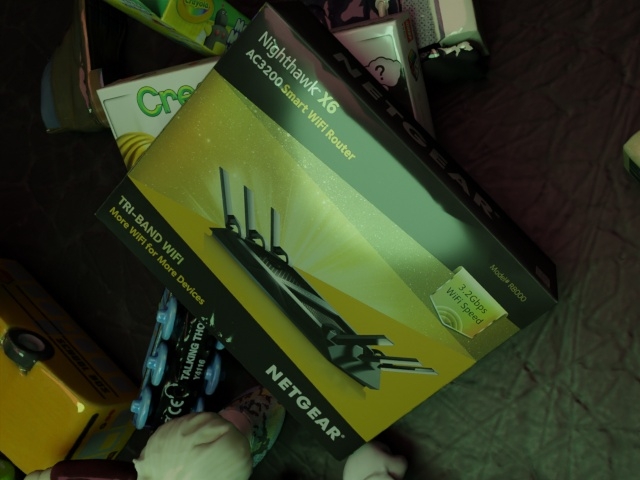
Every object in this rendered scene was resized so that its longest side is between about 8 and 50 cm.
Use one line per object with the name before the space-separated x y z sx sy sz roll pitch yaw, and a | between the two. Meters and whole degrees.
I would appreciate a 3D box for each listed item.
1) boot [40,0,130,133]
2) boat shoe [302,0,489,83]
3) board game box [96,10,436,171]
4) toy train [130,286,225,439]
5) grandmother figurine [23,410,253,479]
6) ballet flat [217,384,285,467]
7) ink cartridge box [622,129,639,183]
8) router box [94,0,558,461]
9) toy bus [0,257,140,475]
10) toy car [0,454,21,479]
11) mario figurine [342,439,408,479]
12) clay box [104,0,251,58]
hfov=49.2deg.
boot | -0.290 -0.230 0.822 0.106 0.082 0.219 -12 81 20
boat shoe | 0.048 -0.302 0.649 0.158 0.127 0.340 -11 84 20
board game box | -0.046 -0.084 0.662 0.305 0.053 0.193 -7 114 24
toy train | -0.138 0.114 0.705 0.080 0.105 0.184 14 103 -18
grandmother figurine | -0.177 0.268 0.642 0.208 0.104 0.342 34 121 -14
ballet flat | -0.110 0.220 0.700 0.070 0.070 0.188 46 102 22
ink cartridge box | 0.378 -0.070 0.503 0.235 0.088 0.193 -41 71 14
router box | 0.000 0.000 0.585 0.309 0.081 0.243 45 115 -2
toy bus | -0.353 0.113 0.783 0.333 0.130 0.108 38 101 23
toy car | -0.390 0.281 0.760 0.149 0.188 0.155 2 105 -17
mario figurine | 0.085 0.300 0.596 0.320 0.170 0.198 0 125 33
clay box | -0.140 -0.225 0.677 0.127 0.222 0.053 29 96 23
